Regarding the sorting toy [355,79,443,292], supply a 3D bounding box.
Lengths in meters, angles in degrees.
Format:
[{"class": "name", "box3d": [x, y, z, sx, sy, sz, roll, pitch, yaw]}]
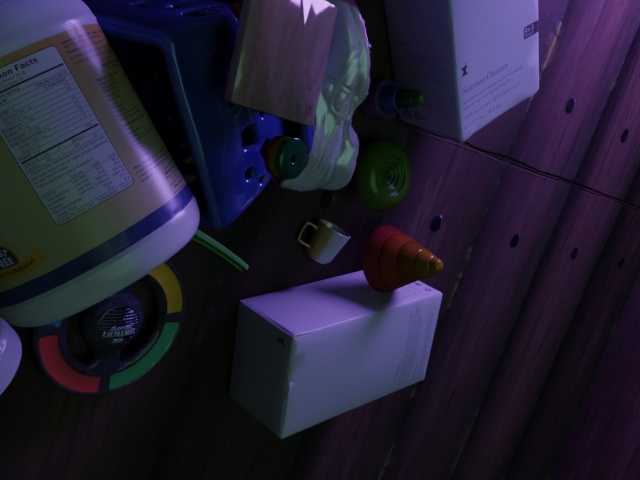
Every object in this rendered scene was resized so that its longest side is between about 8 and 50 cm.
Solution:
[{"class": "sorting toy", "box3d": [0.145, -0.083, 1.231, 0.127, 0.126, 0.365, -15, 106, -42]}]

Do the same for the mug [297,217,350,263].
[{"class": "mug", "box3d": [0.003, 0.001, 1.262, 0.064, 0.078, 0.062, -60, 172, 11]}]

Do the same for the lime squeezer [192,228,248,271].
[{"class": "lime squeezer", "box3d": [-0.220, -0.006, 0.998, 0.310, 0.110, 0.059, -1, 151, -49]}]

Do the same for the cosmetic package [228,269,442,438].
[{"class": "cosmetic package", "box3d": [0.034, 0.182, 1.307, 0.365, 0.155, 0.197, -9, 117, -41]}]

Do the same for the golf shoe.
[{"class": "golf shoe", "box3d": [-0.008, -0.209, 1.087, 0.140, 0.115, 0.306, -15, 120, -36]}]

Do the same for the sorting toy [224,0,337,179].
[{"class": "sorting toy", "box3d": [-0.048, -0.207, 0.769, 0.132, 0.046, 0.274, 5, 99, -54]}]

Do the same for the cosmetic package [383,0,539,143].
[{"class": "cosmetic package", "box3d": [0.226, -0.385, 1.188, 0.217, 0.156, 0.385, -35, 133, -24]}]

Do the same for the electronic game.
[{"class": "electronic game", "box3d": [-0.289, 0.112, 1.028, 0.229, 0.048, 0.229, -23, 127, -35]}]

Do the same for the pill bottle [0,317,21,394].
[{"class": "pill bottle", "box3d": [-0.448, 0.039, 0.725, 0.188, 0.188, 0.334, -42, 136, -21]}]

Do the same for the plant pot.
[{"class": "plant pot", "box3d": [-0.147, -0.182, 0.878, 0.212, 0.236, 0.236, -37, 133, -35]}]

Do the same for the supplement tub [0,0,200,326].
[{"class": "supplement tub", "box3d": [-0.284, -0.100, 0.723, 0.228, 0.228, 0.316, -35, 107, -27]}]
